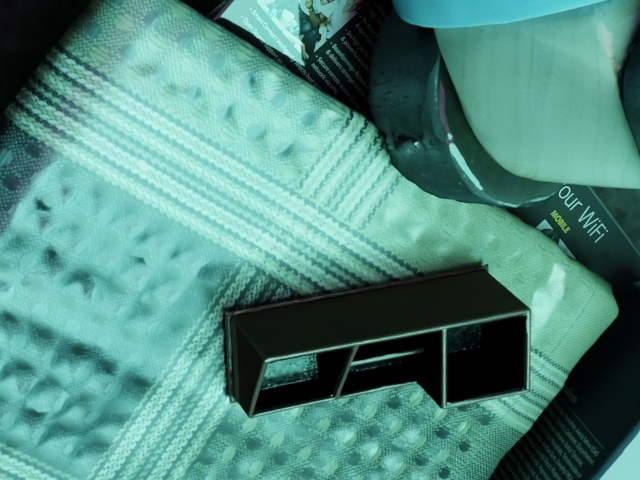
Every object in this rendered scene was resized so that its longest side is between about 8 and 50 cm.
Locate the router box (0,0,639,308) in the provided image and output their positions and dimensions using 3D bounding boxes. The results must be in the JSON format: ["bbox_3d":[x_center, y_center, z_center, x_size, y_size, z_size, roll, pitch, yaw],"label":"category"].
[{"bbox_3d":[0.000,0.000,0.912,0.243,0.081,0.309,-41,122,0],"label":"router box"}]

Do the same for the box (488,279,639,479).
[{"bbox_3d":[0.167,0.151,0.923,0.153,0.108,0.207,35,97,-16],"label":"box"}]

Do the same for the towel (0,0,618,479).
[{"bbox_3d":[-0.056,0.074,0.854,0.324,0.056,0.312,33,96,-29],"label":"towel"}]

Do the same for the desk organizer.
[{"bbox_3d":[0.027,0.051,0.817,0.130,0.050,0.047,-10,114,-18],"label":"desk organizer"}]

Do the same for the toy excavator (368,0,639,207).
[{"bbox_3d":[0.178,-0.276,0.743,0.433,0.222,0.445,-31,112,-26],"label":"toy excavator"}]
